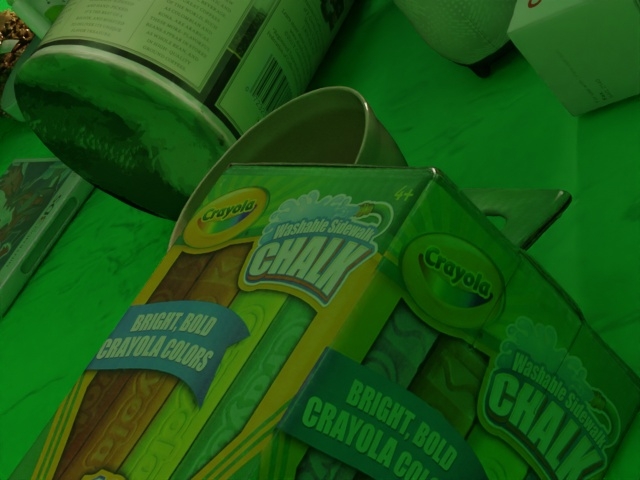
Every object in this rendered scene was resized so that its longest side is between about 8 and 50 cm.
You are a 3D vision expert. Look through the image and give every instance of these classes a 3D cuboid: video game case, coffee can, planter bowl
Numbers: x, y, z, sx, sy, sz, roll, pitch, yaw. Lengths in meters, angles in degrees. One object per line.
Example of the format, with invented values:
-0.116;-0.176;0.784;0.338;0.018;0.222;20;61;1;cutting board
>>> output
-0.314;-0.009;1.370;0.201;0.023;0.183;3;55;55;video game case
-0.090;-0.181;1.099;0.201;0.201;0.275;-8;46;49;coffee can
0.000;0.000;0.846;0.162;0.109;0.162;-33;32;24;planter bowl

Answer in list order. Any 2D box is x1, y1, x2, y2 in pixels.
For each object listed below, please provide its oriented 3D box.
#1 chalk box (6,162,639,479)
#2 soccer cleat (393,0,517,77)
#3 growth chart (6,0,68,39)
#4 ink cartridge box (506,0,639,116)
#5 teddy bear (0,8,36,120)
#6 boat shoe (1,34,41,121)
0.015;0.076;0.656;0.180;0.179;0.289;3;55;54;chalk box
0.090;-0.253;1.011;0.116;0.143;0.331;-36;30;20;soccer cleat
-0.183;-0.237;1.339;0.172;0.021;0.237;35;49;29;growth chart
0.218;-0.170;0.799;0.190;0.082;0.140;-17;40;40;ink cartridge box
-0.368;-0.192;1.615;0.338;0.113;0.245;-25;42;21;teddy bear
-0.231;-0.207;1.429;0.113;0.105;0.306;-33;25;32;boat shoe
